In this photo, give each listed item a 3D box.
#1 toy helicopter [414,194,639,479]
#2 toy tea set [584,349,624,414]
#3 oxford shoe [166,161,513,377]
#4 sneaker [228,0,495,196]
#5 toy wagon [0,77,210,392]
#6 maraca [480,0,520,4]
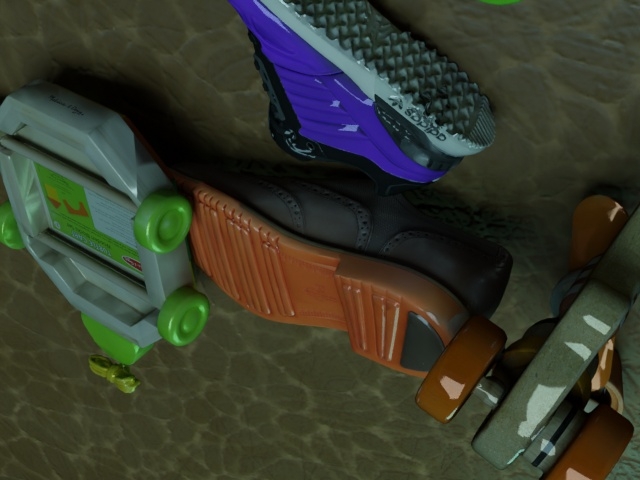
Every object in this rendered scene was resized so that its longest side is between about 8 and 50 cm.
[{"bbox_3d":[0.232,0.026,0.831,0.140,0.235,0.355,36,101,14],"label":"toy helicopter"},{"bbox_3d":[0.353,0.142,0.923,0.336,0.124,0.200,-25,114,37],"label":"toy tea set"},{"bbox_3d":[0.000,0.000,0.977,0.364,0.133,0.130,25,143,28],"label":"oxford shoe"},{"bbox_3d":[-0.011,-0.137,0.870,0.293,0.102,0.146,41,132,-12],"label":"sneaker"},{"bbox_3d":[-0.220,0.008,1.062,0.267,0.068,0.344,26,140,30],"label":"toy wagon"},{"bbox_3d":[0.097,-0.246,0.743,0.185,0.099,0.127,51,138,13],"label":"maraca"}]
